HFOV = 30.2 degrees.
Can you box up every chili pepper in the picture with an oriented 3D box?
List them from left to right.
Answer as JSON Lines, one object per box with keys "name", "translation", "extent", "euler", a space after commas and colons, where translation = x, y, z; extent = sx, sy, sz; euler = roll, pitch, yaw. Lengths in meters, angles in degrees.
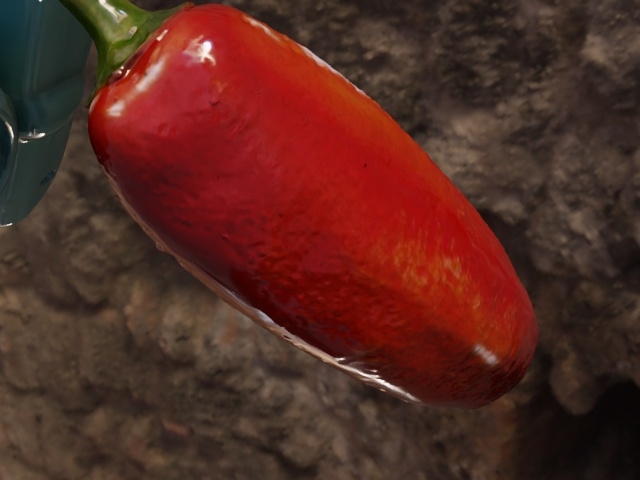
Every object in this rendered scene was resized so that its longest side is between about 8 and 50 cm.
{"name": "chili pepper", "translation": [0.006, 0.005, 0.477], "extent": [0.137, 0.092, 0.368], "euler": [30, -11, 45]}

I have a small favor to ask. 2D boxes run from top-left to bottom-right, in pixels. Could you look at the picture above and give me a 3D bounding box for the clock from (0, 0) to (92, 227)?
{"name": "clock", "translation": [-0.212, -0.015, 0.475], "extent": [0.094, 0.274, 0.223], "euler": [40, -31, 4]}
